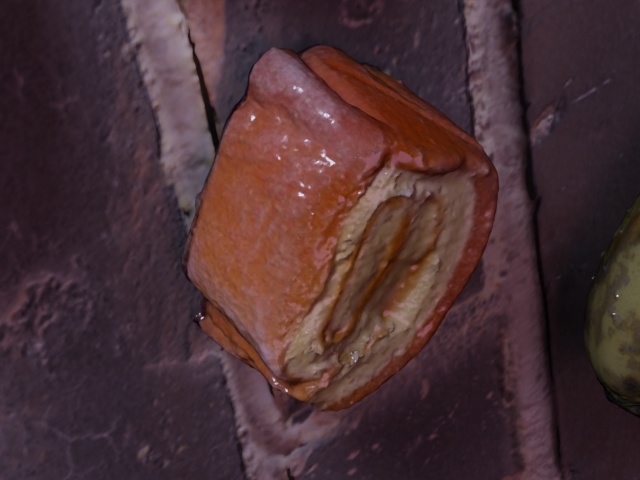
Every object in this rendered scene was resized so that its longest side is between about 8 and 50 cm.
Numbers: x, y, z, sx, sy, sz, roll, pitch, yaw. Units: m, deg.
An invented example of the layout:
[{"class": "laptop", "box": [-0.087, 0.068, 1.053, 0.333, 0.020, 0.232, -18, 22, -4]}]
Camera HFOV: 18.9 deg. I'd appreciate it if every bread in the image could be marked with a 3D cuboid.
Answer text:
[{"class": "bread", "box": [0.009, 0.001, 1.316, 0.190, 0.123, 0.244, 1, 121, -43]}]

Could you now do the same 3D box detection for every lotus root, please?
[{"class": "lotus root", "box": [0.324, 0.009, 1.575, 0.173, 0.173, 0.309, 8, 116, -44]}]
